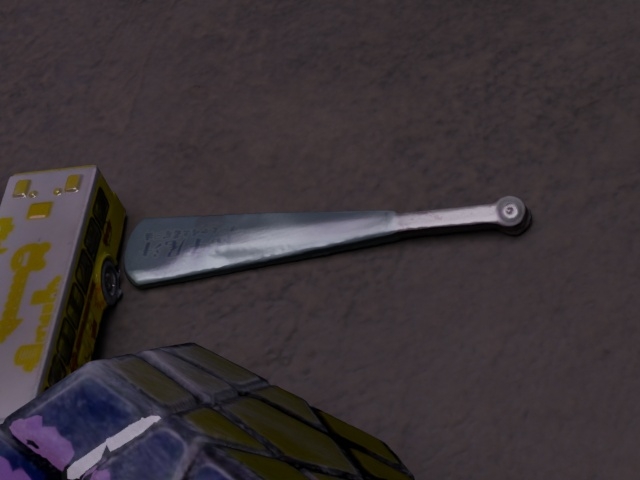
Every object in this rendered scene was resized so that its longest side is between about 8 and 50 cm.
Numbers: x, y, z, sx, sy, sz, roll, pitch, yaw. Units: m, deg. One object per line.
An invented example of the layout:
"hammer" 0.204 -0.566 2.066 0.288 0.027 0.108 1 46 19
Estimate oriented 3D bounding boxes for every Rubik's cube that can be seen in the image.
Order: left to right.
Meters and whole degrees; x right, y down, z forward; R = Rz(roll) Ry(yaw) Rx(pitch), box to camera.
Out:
"Rubik's cube" -0.075 0.204 0.641 0.319 0.264 0.319 -8 56 11

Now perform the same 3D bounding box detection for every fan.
"fan" 0.000 0.000 0.905 0.282 0.023 0.057 -4 55 15

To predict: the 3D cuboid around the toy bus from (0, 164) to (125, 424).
"toy bus" -0.183 0.053 0.884 0.081 0.074 0.226 -3 49 14
